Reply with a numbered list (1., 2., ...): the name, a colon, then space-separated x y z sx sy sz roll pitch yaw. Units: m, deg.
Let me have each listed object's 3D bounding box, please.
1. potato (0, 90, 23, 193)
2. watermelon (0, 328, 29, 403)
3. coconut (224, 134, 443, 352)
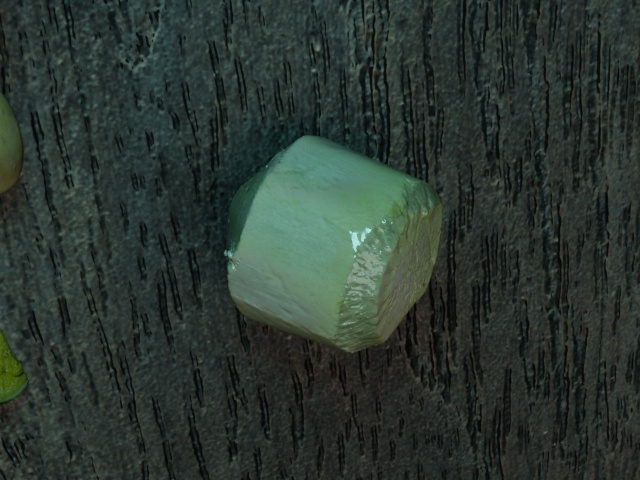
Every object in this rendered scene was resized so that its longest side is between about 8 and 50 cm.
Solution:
1. potato: -0.368 -0.110 1.389 0.112 0.112 0.147 -24 133 -11
2. watermelon: -0.426 0.132 1.552 0.092 0.075 0.181 -61 143 -40
3. coconut: 0.000 0.000 1.554 0.239 0.244 0.239 -48 148 -43
